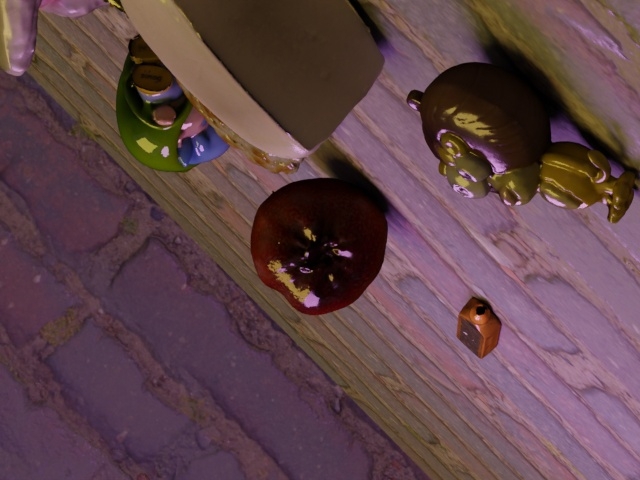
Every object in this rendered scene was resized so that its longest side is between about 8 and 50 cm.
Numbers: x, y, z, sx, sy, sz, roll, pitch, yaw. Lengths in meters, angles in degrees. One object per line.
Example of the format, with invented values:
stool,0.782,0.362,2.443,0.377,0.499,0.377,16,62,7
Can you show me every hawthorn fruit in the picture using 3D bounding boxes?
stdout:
hawthorn fruit,0.000,0.000,2.248,0.169,0.169,0.188,46,-170,-8

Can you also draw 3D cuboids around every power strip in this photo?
power strip,0.190,0.104,2.279,0.049,0.028,0.178,43,170,13

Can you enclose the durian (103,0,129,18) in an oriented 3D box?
durian,-0.158,-0.291,1.838,0.252,0.144,0.139,51,148,-8

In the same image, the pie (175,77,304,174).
pie,-0.082,-0.162,2.094,0.201,0.090,0.248,45,169,-10

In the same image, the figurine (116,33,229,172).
figurine,-0.185,-0.174,2.293,0.263,0.143,0.162,67,-168,-74

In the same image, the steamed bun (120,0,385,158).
steamed bun,-0.070,-0.198,1.701,0.242,0.146,0.164,47,168,-25

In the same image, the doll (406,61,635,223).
doll,0.153,-0.073,1.482,0.188,0.096,0.145,25,168,36

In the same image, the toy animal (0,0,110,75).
toy animal,-0.328,-0.382,2.105,0.308,0.188,0.266,-125,18,-50
